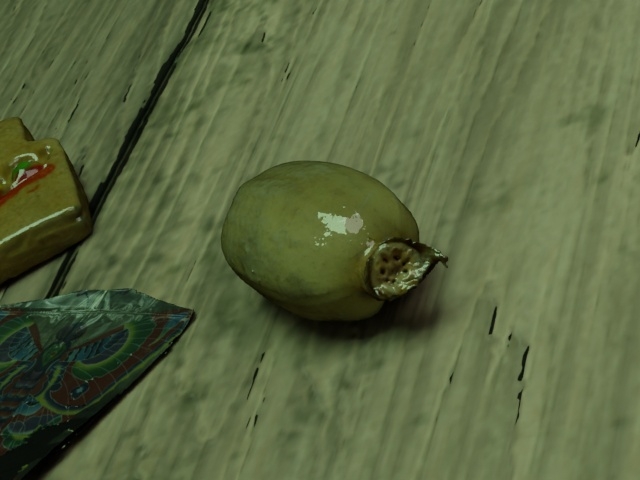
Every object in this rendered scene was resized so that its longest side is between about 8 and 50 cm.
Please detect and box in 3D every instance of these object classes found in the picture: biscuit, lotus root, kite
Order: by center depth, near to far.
[{"bbox_3d":[0.000,0.000,0.855,0.073,0.062,0.150,-42,31,-17],"label":"lotus root"},{"bbox_3d":[-0.180,0.117,0.889,0.152,0.015,0.285,-2,41,40],"label":"kite"},{"bbox_3d":[-0.226,-0.012,1.096,0.239,0.041,0.212,-5,38,38],"label":"biscuit"}]
